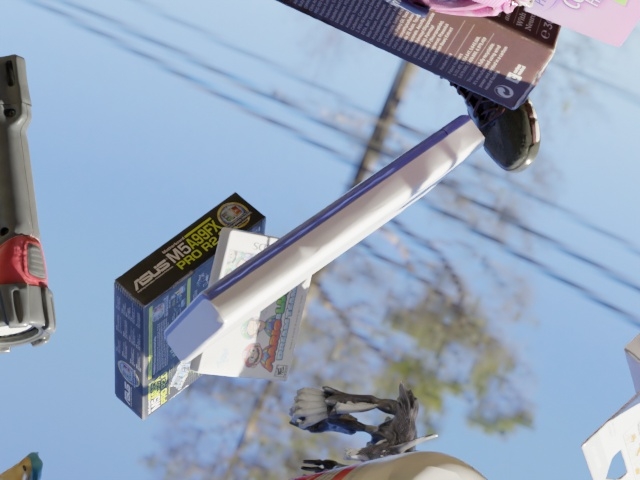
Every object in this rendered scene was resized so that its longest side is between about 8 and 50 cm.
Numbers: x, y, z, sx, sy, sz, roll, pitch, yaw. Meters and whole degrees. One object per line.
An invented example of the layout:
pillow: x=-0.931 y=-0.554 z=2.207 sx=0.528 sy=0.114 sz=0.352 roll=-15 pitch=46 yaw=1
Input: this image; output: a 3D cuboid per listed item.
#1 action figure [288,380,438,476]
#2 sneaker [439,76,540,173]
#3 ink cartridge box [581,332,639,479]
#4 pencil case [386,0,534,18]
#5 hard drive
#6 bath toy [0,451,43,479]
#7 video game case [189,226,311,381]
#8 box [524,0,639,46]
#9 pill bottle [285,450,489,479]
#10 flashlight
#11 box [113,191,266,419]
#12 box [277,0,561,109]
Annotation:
action figure: x=0.036 y=0.243 z=1.984 sx=0.140 sy=0.164 sz=0.275 roll=-4 pitch=176 yaw=-18
sneaker: x=0.205 y=-0.225 z=2.552 sx=0.162 sy=0.106 sz=0.281 roll=4 pitch=-123 yaw=-43
ink cartridge box: x=0.395 y=0.195 z=2.086 sx=0.060 sy=0.239 sz=0.275 roll=46 pitch=172 yaw=31
pencil case: x=0.171 y=-0.329 z=1.470 sx=0.160 sy=0.167 sz=0.386 roll=13 pitch=-140 yaw=24
hard drive: x=0.000 y=0.000 z=1.732 sx=0.040 sy=0.318 sz=0.210 roll=54 pitch=159 yaw=2
bath toy: x=-0.236 y=0.391 z=1.893 sx=0.348 sy=0.151 sz=0.129 roll=46 pitch=-140 yaw=6
video game case: x=-0.071 y=0.072 z=1.913 sx=0.019 sy=0.157 sz=0.143 roll=15 pitch=-177 yaw=41
box: x=0.323 y=-0.361 z=1.831 sx=0.117 sy=0.243 sz=0.213 roll=22 pitch=164 yaw=1
pill bottle: x=-0.051 y=0.308 z=1.357 sx=0.407 sy=0.229 sz=0.229 roll=-18 pitch=166 yaw=36
flashlight: x=-0.344 y=-0.037 z=1.852 sx=0.103 sy=0.304 sz=0.103 roll=-5 pitch=160 yaw=-20
box: x=-0.173 y=0.089 z=2.315 sx=0.060 sy=0.270 sz=0.216 roll=40 pitch=-121 yaw=23
box: x=0.101 y=-0.329 z=2.030 sx=0.381 sy=0.191 sz=0.143 roll=23 pitch=149 yaw=-4
